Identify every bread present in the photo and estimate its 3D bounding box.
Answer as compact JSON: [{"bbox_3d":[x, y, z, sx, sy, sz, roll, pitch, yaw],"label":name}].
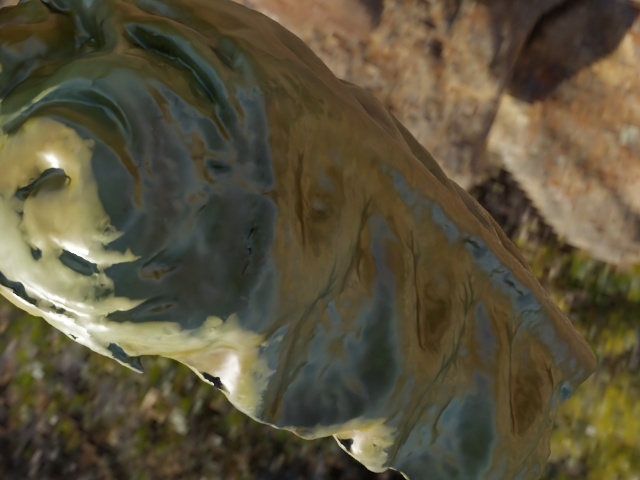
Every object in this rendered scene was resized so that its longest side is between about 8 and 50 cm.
[{"bbox_3d":[0.000,0.000,0.557,0.088,0.128,0.232,-38,143,19],"label":"bread"}]
